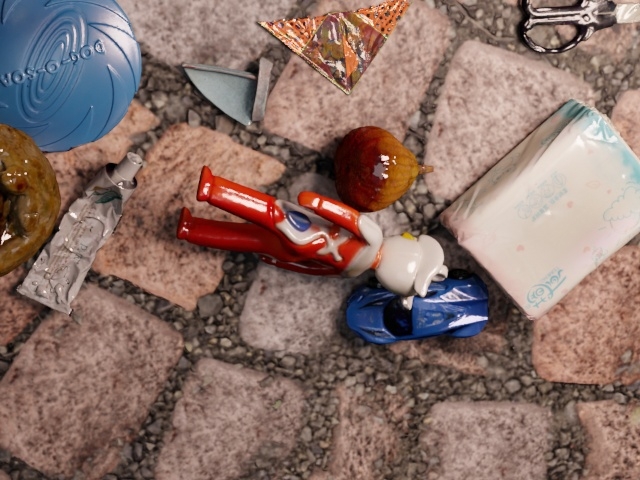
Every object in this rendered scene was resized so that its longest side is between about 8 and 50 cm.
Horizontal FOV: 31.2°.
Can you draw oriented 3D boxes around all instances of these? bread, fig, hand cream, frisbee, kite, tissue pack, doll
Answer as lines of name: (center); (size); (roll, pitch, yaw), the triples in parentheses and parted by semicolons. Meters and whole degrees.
bread: (-0.439, -0.044, 1.467); (0.230, 0.123, 0.229); (-21, 126, -33)
fig: (0.081, -0.107, 1.603); (0.119, 0.153, 0.119); (11, 114, 26)
hand cream: (-0.320, -0.016, 1.574); (0.084, 0.050, 0.257); (29, 106, -15)
frisbee: (-0.356, -0.231, 1.504); (0.242, 0.045, 0.242); (-3, 108, -10)
kite: (0.032, -0.260, 1.580); (0.222, 0.008, 0.125); (-10, 109, -7)
tissue pack: (0.334, -0.044, 1.641); (0.271, 0.124, 0.201); (-42, 106, 5)
doll: (0.000, 0.000, 1.583); (0.384, 0.188, 0.099); (19, 61, -14)

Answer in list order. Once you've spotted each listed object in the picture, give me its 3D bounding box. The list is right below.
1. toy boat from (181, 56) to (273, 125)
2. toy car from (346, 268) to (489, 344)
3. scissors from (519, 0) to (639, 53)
toy boat: (-0.130, -0.209, 1.561); (0.122, 0.034, 0.096); (9, 105, -3)
toy car: (0.145, 0.103, 1.682); (0.216, 0.063, 0.103); (-6, 108, -8)
scissors: (0.427, -0.321, 1.623); (0.300, 0.022, 0.109); (-3, 111, -9)
